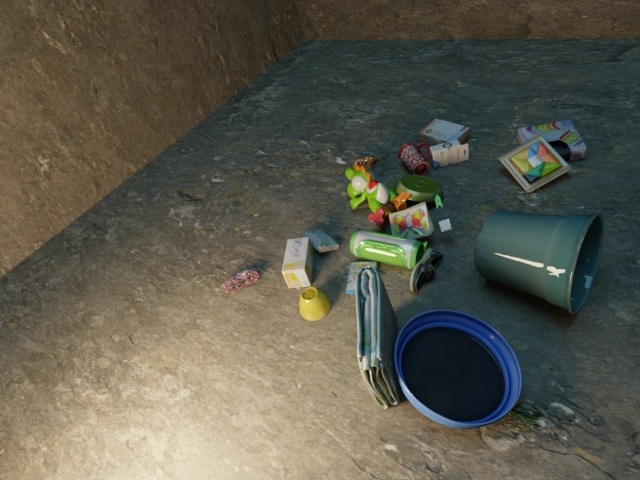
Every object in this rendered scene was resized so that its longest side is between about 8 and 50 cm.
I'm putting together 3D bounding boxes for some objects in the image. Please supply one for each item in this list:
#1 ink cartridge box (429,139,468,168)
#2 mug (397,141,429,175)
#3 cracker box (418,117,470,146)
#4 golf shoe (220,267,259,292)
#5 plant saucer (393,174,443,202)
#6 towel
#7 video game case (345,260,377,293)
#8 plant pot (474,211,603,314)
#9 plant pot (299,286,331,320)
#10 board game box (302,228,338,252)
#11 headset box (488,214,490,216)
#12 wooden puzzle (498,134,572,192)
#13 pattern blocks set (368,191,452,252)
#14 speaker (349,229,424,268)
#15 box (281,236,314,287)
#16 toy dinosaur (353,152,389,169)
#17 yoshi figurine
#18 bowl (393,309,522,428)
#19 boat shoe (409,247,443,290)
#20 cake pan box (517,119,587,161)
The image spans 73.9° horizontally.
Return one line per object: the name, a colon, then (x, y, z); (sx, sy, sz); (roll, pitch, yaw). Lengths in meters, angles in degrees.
ink cartridge box: (0.657, -0.444, 2.170); (0.180, 0.104, 0.060); (-14, 42, 6)
mug: (0.492, -0.427, 2.193); (0.113, 0.150, 0.169); (7, 40, -27)
cracker box: (0.675, -0.579, 2.328); (0.155, 0.067, 0.232); (-39, 45, -18)
golf shoe: (-0.367, 0.184, 1.951); (0.186, 0.068, 0.086); (-24, 16, -3)
plant saucer: (0.472, -0.259, 2.036); (0.240, 0.037, 0.241); (5, 35, -3)
towel: (0.190, 0.318, 1.408); (0.090, 0.321, 0.375); (-8, 44, 16)
video game case: (0.175, 0.156, 1.803); (0.119, 0.015, 0.166); (-3, 46, 18)
plant pot: (0.751, 0.048, 1.493); (0.334, 0.341, 0.341); (14, 52, 42)
plant pot: (-0.032, 0.244, 1.731); (0.134, 0.095, 0.134); (-10, 43, 10)
board game box: (0.000, 0.000, 1.985); (0.103, 0.026, 0.154); (-9, 34, -33)
headset box: (0.748, -0.077, 1.813); (0.062, 0.032, 0.083); (1, 48, 22)
wooden puzzle: (0.976, -0.357, 1.940); (0.220, 0.044, 0.239); (-30, 60, 4)
pattern blocks set: (0.387, -0.075, 1.839); (0.324, 0.026, 0.286); (-29, 70, 20)
speaker: (0.278, 0.035, 1.799); (0.296, 0.131, 0.131); (12, 51, 29)
box: (-0.096, 0.098, 1.889); (0.103, 0.114, 0.203); (-7, 43, 12)
toy dinosaur: (0.282, -0.455, 2.351); (0.211, 0.064, 0.112); (-11, 42, 9)
yoshi figurine: (0.249, -0.216, 2.081); (0.203, 0.203, 0.362); (-54, 56, 22)
bowl: (0.424, 0.401, 1.348); (0.390, 0.077, 0.391); (1, 45, -1)
boat shoe: (0.426, 0.117, 1.702); (0.073, 0.080, 0.224); (10, 46, 35)
cake pan box: (1.109, -0.468, 2.053); (0.245, 0.070, 0.267); (-8, 45, 17)
